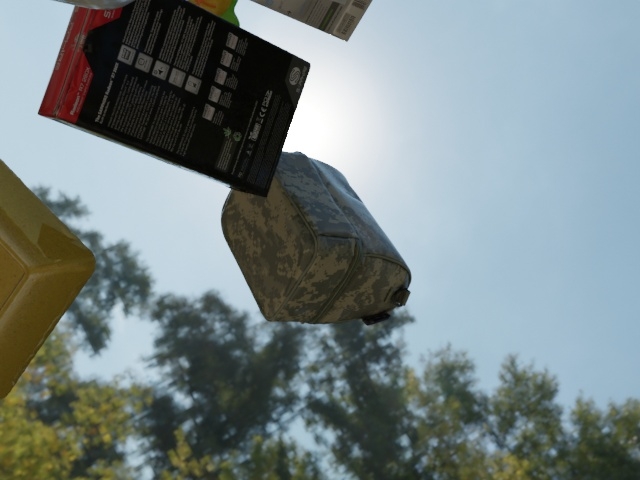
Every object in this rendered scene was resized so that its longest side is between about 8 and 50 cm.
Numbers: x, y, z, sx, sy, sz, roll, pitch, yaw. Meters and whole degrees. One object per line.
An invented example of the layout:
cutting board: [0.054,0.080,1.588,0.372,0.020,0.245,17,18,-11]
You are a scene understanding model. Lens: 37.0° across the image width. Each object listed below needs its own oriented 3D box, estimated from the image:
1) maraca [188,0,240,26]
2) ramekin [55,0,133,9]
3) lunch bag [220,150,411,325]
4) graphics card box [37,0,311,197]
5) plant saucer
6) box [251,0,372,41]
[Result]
maraca: [-0.195,-0.450,1.732,0.127,0.099,0.186,2,-78,38]
ramekin: [-0.192,-0.317,0.743,0.135,0.277,0.277,19,-47,9]
lunch bag: [0.000,0.000,1.696,0.213,0.256,0.305,-61,-137,31]
graphics card box: [-0.207,-0.229,1.425,0.094,0.371,0.233,14,-94,54]
plant saucer: [-0.563,0.046,1.521,0.332,0.081,0.333,43,-68,11]
box: [-0.009,-0.418,1.571,0.186,0.038,0.145,19,-36,-13]
